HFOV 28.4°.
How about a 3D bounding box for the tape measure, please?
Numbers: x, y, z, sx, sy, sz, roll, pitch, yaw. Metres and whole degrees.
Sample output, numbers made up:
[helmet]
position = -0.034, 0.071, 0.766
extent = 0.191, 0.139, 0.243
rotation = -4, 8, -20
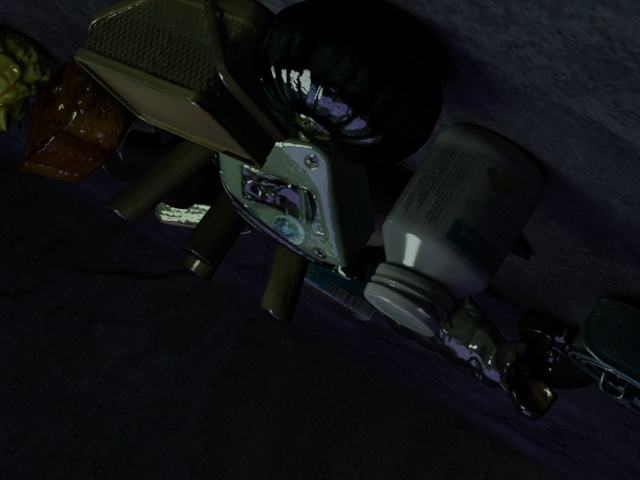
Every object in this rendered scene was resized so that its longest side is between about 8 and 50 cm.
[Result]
[tape measure]
position = -0.039, -0.066, 1.674
extent = 0.207, 0.115, 0.235
rotation = 14, 135, 27

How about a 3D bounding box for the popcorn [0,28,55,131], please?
[popcorn]
position = -0.597, -0.292, 2.336
extent = 0.169, 0.189, 0.218
rotation = 37, 168, -10

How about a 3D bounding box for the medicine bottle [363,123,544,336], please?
[medicine bottle]
position = 0.140, -0.008, 1.385
extent = 0.135, 0.215, 0.135
rotation = 31, 169, 6

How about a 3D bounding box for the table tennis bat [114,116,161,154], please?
[table tennis bat]
position = -0.359, -0.214, 2.211
extent = 0.022, 0.138, 0.246
rotation = -7, -167, -44

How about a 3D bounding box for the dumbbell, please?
[dumbbell]
position = -0.296, -0.149, 2.264
extent = 0.225, 0.140, 0.124
rotation = 25, 148, 43

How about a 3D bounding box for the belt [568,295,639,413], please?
[belt]
position = 0.430, 0.169, 1.643
extent = 0.267, 0.116, 0.206
rotation = 34, 175, -23

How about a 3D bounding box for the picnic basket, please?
[picnic basket]
position = -0.148, -0.209, 1.516
extent = 0.266, 0.139, 0.165
rotation = 24, 167, 38

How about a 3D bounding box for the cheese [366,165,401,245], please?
[cheese]
position = 0.000, -0.099, 1.783
extent = 0.286, 0.082, 0.163
rotation = 39, 166, -20

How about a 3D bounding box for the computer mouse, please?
[computer mouse]
position = 0.379, 0.190, 2.010
extent = 0.147, 0.088, 0.264
rotation = 26, 166, 20

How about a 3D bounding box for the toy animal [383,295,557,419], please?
[toy animal]
position = 0.224, 0.144, 1.993
extent = 0.343, 0.106, 0.168
rotation = 37, 153, 35

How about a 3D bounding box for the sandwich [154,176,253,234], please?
[sandwich]
position = -0.174, -0.067, 2.371
extent = 0.212, 0.063, 0.245
rotation = 9, -162, 12

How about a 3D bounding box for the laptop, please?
[laptop]
position = 0.186, -0.038, 1.691
extent = 0.197, 0.016, 0.135
rotation = 28, 170, 32

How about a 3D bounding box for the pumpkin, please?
[pumpkin]
position = 0.023, -0.154, 1.265
extent = 0.202, 0.140, 0.202
rotation = 29, 168, 7

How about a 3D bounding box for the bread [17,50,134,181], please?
[bread]
position = -0.386, -0.212, 2.035
extent = 0.135, 0.232, 0.247
rotation = 26, 150, -24

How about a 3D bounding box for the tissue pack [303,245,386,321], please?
[tissue pack]
position = 0.043, 0.052, 2.251
extent = 0.169, 0.120, 0.082
rotation = 32, 173, -8

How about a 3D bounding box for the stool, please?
[stool]
position = -0.135, -0.045, 2.030
extent = 0.310, 0.226, 0.310
rotation = 24, 168, 42
